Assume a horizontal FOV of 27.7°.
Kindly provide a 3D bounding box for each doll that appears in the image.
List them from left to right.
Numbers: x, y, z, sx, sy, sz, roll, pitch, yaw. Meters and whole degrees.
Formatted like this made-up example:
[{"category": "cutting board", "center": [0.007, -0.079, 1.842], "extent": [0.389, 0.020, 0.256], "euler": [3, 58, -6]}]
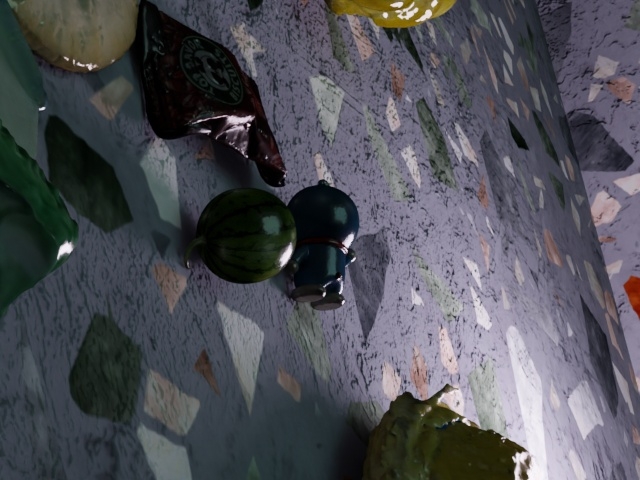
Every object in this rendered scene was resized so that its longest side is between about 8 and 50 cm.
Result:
[{"category": "doll", "center": [0.000, 0.000, 1.460], "extent": [0.114, 0.085, 0.151], "euler": [25, 59, -46]}]

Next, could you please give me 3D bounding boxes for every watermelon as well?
[{"category": "watermelon", "center": [-0.076, -0.006, 1.262], "extent": [0.109, 0.109, 0.109], "euler": [49, 31, -43]}]

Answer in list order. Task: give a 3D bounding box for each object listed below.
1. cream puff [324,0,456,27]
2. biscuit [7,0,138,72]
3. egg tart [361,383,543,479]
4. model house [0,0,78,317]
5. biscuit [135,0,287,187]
[{"category": "cream puff", "center": [0.045, -0.440, 1.770], "extent": [0.274, 0.270, 0.323], "euler": [-52, 127, -24]}, {"category": "biscuit", "center": [-0.233, -0.242, 1.165], "extent": [0.188, 0.040, 0.265], "euler": [71, 22, -6]}, {"category": "egg tart", "center": [0.172, 0.347, 1.450], "extent": [0.388, 0.169, 0.387], "euler": [-15, 90, -72]}, {"category": "model house", "center": [-0.291, -0.114, 0.795], "extent": [0.267, 0.194, 0.325], "euler": [53, 14, -31]}, {"category": "biscuit", "center": [-0.107, -0.145, 1.350], "extent": [0.235, 0.063, 0.151], "euler": [25, 38, -55]}]
